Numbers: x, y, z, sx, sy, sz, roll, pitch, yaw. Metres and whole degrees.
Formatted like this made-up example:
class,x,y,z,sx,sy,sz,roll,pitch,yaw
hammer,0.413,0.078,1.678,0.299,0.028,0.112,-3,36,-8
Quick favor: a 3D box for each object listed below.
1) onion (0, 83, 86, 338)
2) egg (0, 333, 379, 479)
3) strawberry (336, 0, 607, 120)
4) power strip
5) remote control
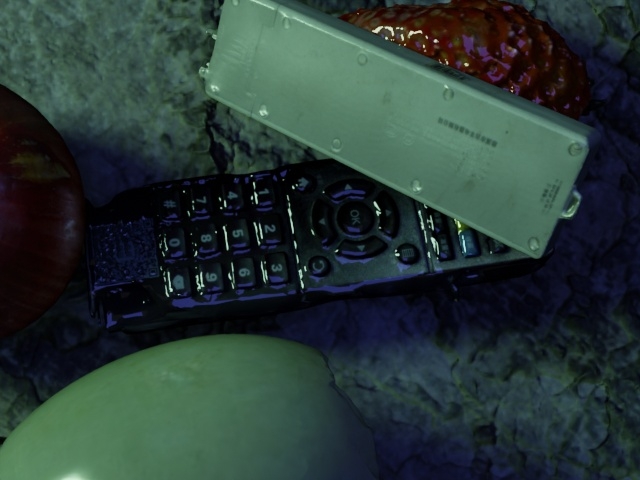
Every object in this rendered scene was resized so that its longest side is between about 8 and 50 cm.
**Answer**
class,x,y,z,sx,sy,sz,roll,pitch,yaw
onion,-0.316,-0.022,0.770,0.248,0.161,0.248,4,109,12
egg,-0.116,0.223,0.695,0.336,0.278,0.278,-20,86,-6
strawberry,0.128,-0.159,0.817,0.236,0.106,0.175,-2,61,-8
power strip,0.049,-0.109,0.783,0.367,0.043,0.106,28,117,21
remote control,0.000,0.000,0.828,0.399,0.062,0.144,-7,70,-6
